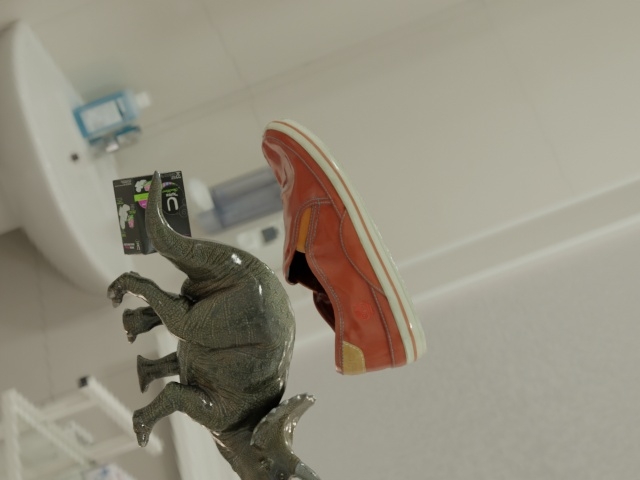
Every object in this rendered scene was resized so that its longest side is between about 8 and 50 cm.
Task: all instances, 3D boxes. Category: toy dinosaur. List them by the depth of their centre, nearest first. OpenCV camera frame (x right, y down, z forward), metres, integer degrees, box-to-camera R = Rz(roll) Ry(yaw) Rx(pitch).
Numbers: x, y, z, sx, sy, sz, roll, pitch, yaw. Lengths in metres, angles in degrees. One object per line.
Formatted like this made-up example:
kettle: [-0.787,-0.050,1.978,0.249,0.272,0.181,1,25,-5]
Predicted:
toy dinosaur: [-0.082,0.080,0.936,0.121,0.160,0.314,-103,-174,-73]

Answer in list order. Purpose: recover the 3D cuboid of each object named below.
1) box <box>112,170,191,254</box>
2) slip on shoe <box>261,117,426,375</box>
box: [-0.180,-0.029,1.223,0.052,0.062,0.083,0,-81,56]
slip on shoe: [0.000,0.000,1.199,0.123,0.101,0.331,81,-15,-58]
